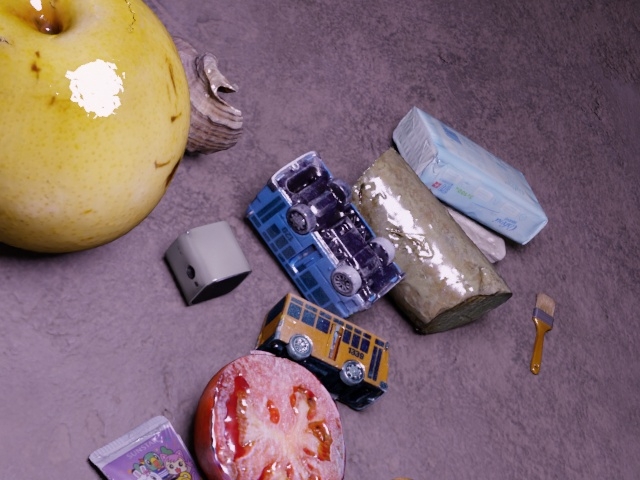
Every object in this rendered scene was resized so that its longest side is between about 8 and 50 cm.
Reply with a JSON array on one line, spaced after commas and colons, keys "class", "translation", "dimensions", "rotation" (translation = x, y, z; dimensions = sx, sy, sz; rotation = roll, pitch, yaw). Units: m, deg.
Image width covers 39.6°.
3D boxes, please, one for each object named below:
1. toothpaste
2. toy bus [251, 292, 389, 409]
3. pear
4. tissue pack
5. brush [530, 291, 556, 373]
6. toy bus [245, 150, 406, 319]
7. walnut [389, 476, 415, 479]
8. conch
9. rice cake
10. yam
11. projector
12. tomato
[{"class": "toothpaste", "translation": [-0.145, 0.346, 1.051], "dimensions": [0.114, 0.073, 0.299], "rotation": [-27, 71, -42]}, {"class": "toy bus", "translation": [0.006, 0.157, 1.253], "dimensions": [0.182, 0.091, 0.103], "rotation": [28, 50, -15]}, {"class": "pear", "translation": [-0.324, -0.160, 1.080], "dimensions": [0.348, 0.348, 0.348], "rotation": [17, 54, -25]}, {"class": "tissue pack", "translation": [0.259, -0.111, 1.558], "dimensions": [0.263, 0.089, 0.177], "rotation": [28, 28, -27]}, {"class": "brush", "translation": [0.387, 0.164, 1.559], "dimensions": [0.043, 0.014, 0.170], "rotation": [31, 50, -12]}, {"class": "toy bus", "translation": [0.000, 0.000, 1.317], "dimensions": [0.116, 0.133, 0.234], "rotation": [-36, 91, -40]}, {"class": "walnut", "translation": [0.119, 0.373, 1.189], "dimensions": [0.124, 0.105, 0.105], "rotation": [50, 47, 8]}, {"class": "conch", "translation": [-0.192, -0.205, 1.285], "dimensions": [0.178, 0.245, 0.163], "rotation": [48, 66, -36]}, {"class": "rice cake", "translation": [0.215, -0.047, 1.548], "dimensions": [0.256, 0.052, 0.057], "rotation": [34, 45, -12]}, {"class": "yam", "translation": [0.153, 0.014, 1.394], "dimensions": [0.168, 0.168, 0.304], "rotation": [-33, 83, -42]}, {"class": "projector", "translation": [-0.155, 0.031, 1.225], "dimensions": [0.083, 0.083, 0.082], "rotation": [-17, 72, -39]}, {"class": "tomato", "translation": [-0.069, 0.258, 1.138], "dimensions": [0.225, 0.085, 0.225], "rotation": [26, 46, -30]}]
